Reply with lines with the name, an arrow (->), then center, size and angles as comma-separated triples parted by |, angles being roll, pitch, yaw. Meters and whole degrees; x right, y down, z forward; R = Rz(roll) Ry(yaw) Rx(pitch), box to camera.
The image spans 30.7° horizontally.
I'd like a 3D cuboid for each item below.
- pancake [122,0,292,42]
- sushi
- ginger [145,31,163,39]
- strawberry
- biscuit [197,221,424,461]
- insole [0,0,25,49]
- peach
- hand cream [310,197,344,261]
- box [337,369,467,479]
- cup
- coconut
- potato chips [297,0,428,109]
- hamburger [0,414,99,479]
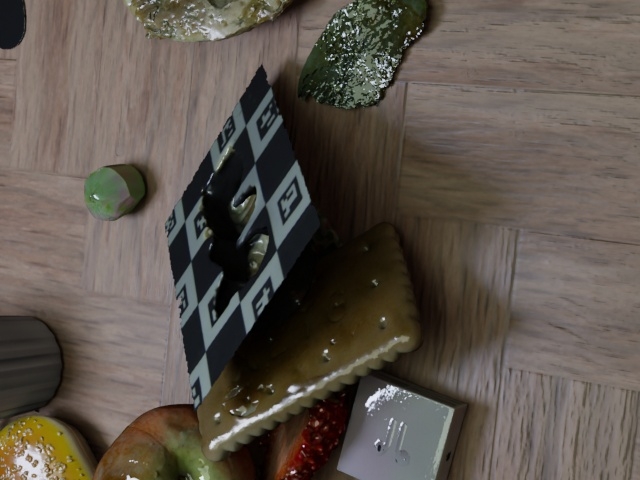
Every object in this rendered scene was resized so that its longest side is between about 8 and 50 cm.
pancake -> -0.133, -0.423, 1.554 | 0.356, 0.065, 0.356 | -6, 75, 24
sushi -> -0.072, -0.002, 1.473 | 0.296, 0.100, 0.373 | -56, 30, 26
ginger -> -0.181, -0.306, 1.609 | 0.137, 0.044, 0.057 | 2, 109, 31
strawberry -> -0.020, 0.236, 1.498 | 0.167, 0.087, 0.208 | -112, 36, -53
biscuit -> -0.027, 0.121, 1.435 | 0.325, 0.044, 0.217 | -31, 41, 19
insole -> -0.542, -0.434, 1.830 | 0.109, 0.007, 0.322 | -38, 72, 22
peach -> -0.195, 0.331, 1.524 | 0.214, 0.214, 0.235 | 60, 151, 16
hand cream -> 0.000, 0.000, 1.517 | 0.057, 0.037, 0.165 | -38, 78, 24
box -> 0.101, 0.244, 1.444 | 0.130, 0.051, 0.129 | 19, 99, 28
cup -> -0.514, 0.201, 1.704 | 0.221, 0.202, 0.167 | -35, 74, 25
coconut -> -0.297, -0.068, 1.654 | 0.083, 0.081, 0.082 | 27, 116, 18
potato chips -> 0.055, -0.239, 1.487 | 0.209, 0.026, 0.142 | -17, 84, 29
hamburger -> -0.397, 0.358, 1.689 | 0.173, 0.116, 0.210 | -38, 73, 21
